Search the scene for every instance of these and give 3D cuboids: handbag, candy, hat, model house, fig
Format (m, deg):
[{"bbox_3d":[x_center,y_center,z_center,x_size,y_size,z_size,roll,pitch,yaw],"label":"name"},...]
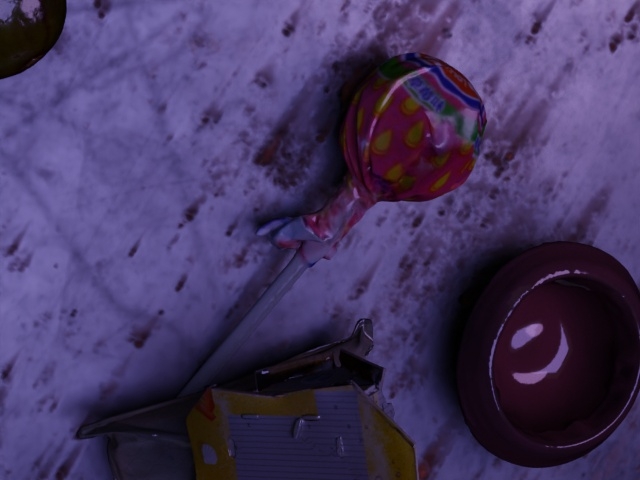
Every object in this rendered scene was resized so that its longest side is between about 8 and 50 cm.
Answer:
[{"bbox_3d":[-0.054,0.193,1.576,0.270,0.117,0.182,-19,94,-18],"label":"handbag"},{"bbox_3d":[0.000,0.000,1.572,0.124,0.124,0.365,37,99,-23],"label":"candy"},{"bbox_3d":[0.200,0.100,1.660,0.205,0.089,0.205,-4,100,-23],"label":"hat"},{"bbox_3d":[0.022,0.196,1.482,0.136,0.207,0.219,-28,109,-57],"label":"model house"},{"bbox_3d":[-0.280,-0.233,1.412,0.124,0.124,0.236,-29,95,-11],"label":"fig"}]
